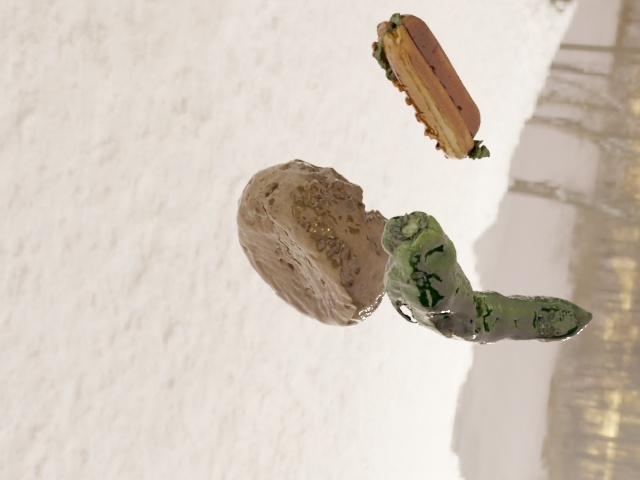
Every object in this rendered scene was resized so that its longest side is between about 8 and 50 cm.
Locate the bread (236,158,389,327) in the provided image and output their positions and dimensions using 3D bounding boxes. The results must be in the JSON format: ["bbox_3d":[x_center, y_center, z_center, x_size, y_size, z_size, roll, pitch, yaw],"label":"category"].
[{"bbox_3d":[0.000,0.000,1.294,0.123,0.230,0.230,-42,142,-27],"label":"bread"}]

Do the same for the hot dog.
[{"bbox_3d":[0.115,-0.154,1.087,0.188,0.055,0.072,54,42,-29],"label":"hot dog"}]

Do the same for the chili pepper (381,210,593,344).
[{"bbox_3d":[0.105,0.040,0.719,0.182,0.050,0.073,25,115,-36],"label":"chili pepper"}]
